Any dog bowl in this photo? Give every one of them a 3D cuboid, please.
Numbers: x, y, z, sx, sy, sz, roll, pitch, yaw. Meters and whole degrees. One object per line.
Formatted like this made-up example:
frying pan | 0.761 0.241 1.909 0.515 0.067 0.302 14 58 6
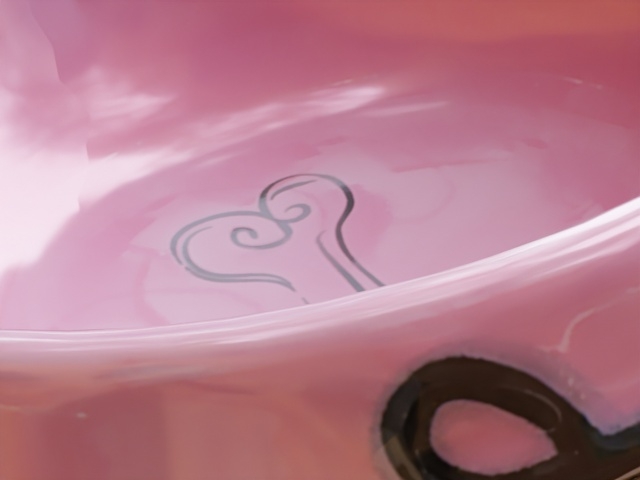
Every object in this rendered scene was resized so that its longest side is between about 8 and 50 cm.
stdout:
dog bowl | 0.000 0.000 0.522 0.408 0.408 0.150 15 -52 40
